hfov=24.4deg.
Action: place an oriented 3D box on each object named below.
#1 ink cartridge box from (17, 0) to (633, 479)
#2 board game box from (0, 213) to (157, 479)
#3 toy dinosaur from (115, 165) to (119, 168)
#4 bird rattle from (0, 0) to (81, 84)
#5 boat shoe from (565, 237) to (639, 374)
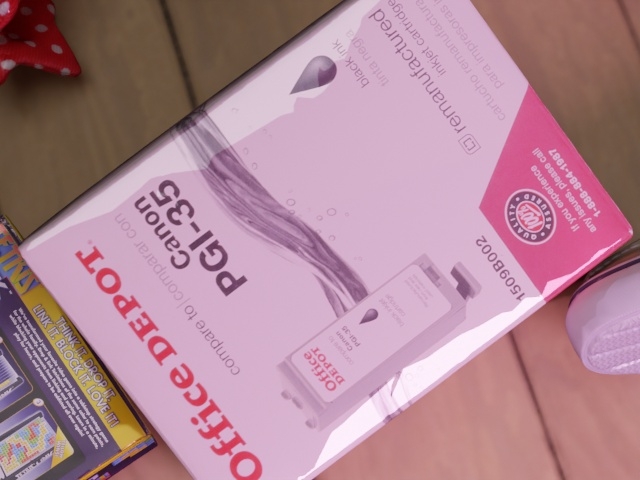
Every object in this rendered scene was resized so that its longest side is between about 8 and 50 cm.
[{"bbox_3d":[0.000,0.000,0.854,0.283,0.117,0.207,-37,97,-4],"label":"ink cartridge box"},{"bbox_3d":[-0.203,0.092,0.897,0.141,0.048,0.170,-33,75,-11],"label":"board game box"},{"bbox_3d":[-0.074,-0.013,0.927,0.082,0.090,0.047,14,93,42],"label":"toy dinosaur"},{"bbox_3d":[-0.294,-0.136,0.961,0.207,0.143,0.253,35,79,31],"label":"bird rattle"},{"bbox_3d":[0.277,-0.009,0.871,0.302,0.109,0.094,-19,58,-7],"label":"boat shoe"}]
